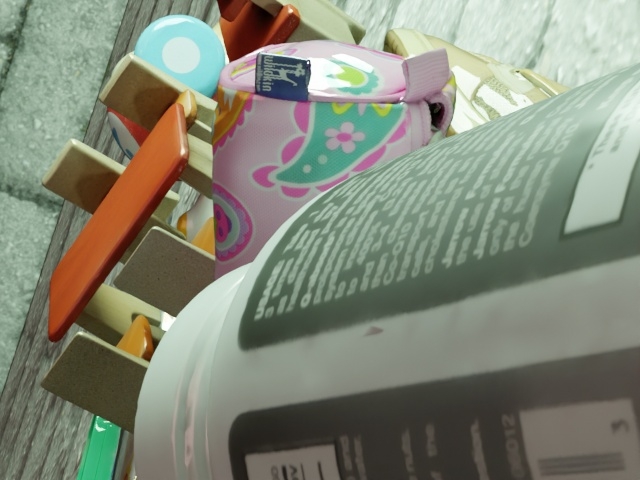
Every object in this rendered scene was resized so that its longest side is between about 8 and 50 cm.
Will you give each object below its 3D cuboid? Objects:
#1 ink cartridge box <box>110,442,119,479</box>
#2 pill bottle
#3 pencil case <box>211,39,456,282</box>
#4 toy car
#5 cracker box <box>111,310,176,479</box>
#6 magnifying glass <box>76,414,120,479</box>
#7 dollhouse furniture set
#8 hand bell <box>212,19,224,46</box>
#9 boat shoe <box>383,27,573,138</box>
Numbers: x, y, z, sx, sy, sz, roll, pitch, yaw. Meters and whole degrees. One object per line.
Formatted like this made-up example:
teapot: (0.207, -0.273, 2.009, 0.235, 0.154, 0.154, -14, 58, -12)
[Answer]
ink cartridge box: (-0.114, 0.182, 1.366, 0.203, 0.086, 0.148, 153, 132, -66)
pill bottle: (0.089, 0.058, 0.539, 0.363, 0.210, 0.210, -18, 55, 56)
pencil case: (0.010, 0.040, 0.784, 0.124, 0.124, 0.284, -125, 34, -70)
toy car: (-0.075, -0.038, 1.315, 0.219, 0.210, 0.238, 130, 142, -74)
cracker box: (-0.099, 0.149, 1.050, 0.156, 0.067, 0.232, 113, 167, -45)
magnifying glass: (-0.159, 0.191, 1.071, 0.231, 0.026, 0.092, -86, 14, -58)
dollhouse furniture set: (-0.093, -0.051, 0.951, 0.259, 0.135, 0.262, -52, 24, 18)
hand bell: (-0.037, -0.261, 1.612, 0.242, 0.126, 0.126, -60, 16, -4)
boat shoe: (0.108, -0.029, 0.852, 0.341, 0.110, 0.122, -117, 25, -62)
